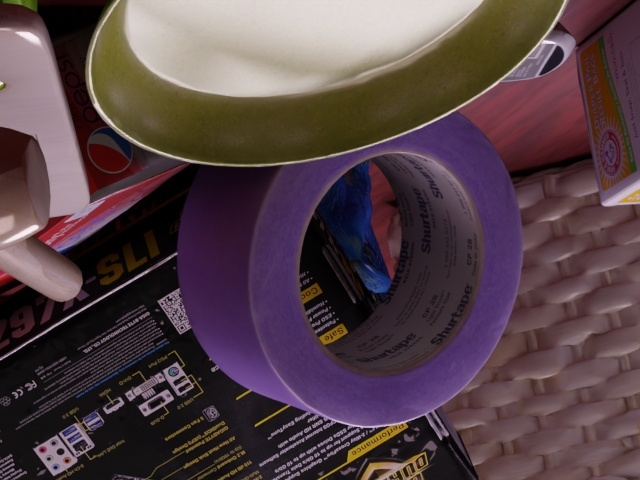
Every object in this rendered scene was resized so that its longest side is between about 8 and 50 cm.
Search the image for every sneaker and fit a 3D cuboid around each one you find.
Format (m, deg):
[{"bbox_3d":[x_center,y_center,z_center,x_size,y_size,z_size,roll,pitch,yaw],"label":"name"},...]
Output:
[{"bbox_3d":[-0.106,-0.012,1.385,0.170,0.063,0.075,-16,167,8],"label":"sneaker"}]

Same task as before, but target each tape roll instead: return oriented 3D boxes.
[{"bbox_3d":[0.019,0.007,1.128,0.189,0.189,0.080,0,-172,-33],"label":"tape roll"}]

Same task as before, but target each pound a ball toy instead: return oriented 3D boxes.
[{"bbox_3d":[-0.166,-0.062,0.772,0.135,0.208,0.319,-5,168,-3],"label":"pound a ball toy"}]

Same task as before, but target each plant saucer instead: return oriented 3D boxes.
[{"bbox_3d":[0.002,-0.113,0.951,0.241,0.037,0.241,-13,154,-7],"label":"plant saucer"}]

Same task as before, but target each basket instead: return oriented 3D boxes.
[{"bbox_3d":[0.258,0.111,1.574,0.331,0.328,0.266,-13,165,20],"label":"basket"}]

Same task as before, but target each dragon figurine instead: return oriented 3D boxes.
[{"bbox_3d":[0.000,0.000,1.312,0.085,0.144,0.289,-13,167,17],"label":"dragon figurine"}]

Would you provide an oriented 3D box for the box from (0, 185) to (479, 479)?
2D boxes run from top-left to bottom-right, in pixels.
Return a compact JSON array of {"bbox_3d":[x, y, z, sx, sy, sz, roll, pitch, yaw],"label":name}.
[{"bbox_3d":[-0.099,0.128,1.239,0.322,0.257,0.079,-31,-152,3],"label":"box"}]

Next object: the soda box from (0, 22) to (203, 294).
[{"bbox_3d":[-0.170,-0.035,1.118,0.083,0.092,0.263,-26,178,-33],"label":"soda box"}]

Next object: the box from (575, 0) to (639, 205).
[{"bbox_3d":[0.243,-0.097,1.138,0.114,0.103,0.203,-4,167,-20],"label":"box"}]

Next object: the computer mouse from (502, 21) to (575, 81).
[{"bbox_3d":[0.042,-0.115,1.073,0.193,0.042,0.106,-1,162,-10],"label":"computer mouse"}]
